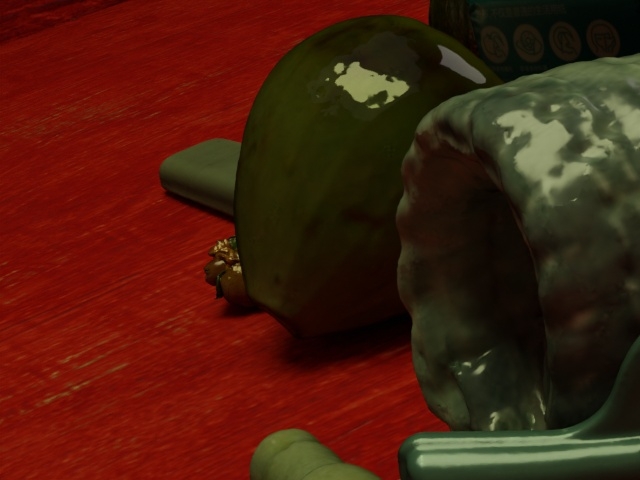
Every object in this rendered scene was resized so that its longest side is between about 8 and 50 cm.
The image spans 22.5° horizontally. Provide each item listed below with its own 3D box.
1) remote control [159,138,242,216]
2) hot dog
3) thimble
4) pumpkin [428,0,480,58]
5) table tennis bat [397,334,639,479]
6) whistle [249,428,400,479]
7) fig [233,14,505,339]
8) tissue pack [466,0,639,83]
[{"bbox_3d":[-0.065,-0.055,1.480,0.090,0.038,0.309,-25,19,-22],"label":"remote control"},{"bbox_3d":[0.000,0.000,1.236,0.188,0.055,0.072,-22,17,-15],"label":"hot dog"},{"bbox_3d":[0.147,0.020,0.794,0.172,0.250,0.205,-16,53,-16],"label":"thimble"},{"bbox_3d":[0.226,-0.244,1.552,0.260,0.189,0.260,-16,18,5],"label":"pumpkin"},{"bbox_3d":[0.154,0.089,0.668,0.244,0.153,0.040,-7,15,10],"label":"table tennis bat"},{"bbox_3d":[0.023,0.144,0.774,0.126,0.067,0.258,-19,16,-15],"label":"whistle"},{"bbox_3d":[0.034,-0.048,1.110,0.230,0.207,0.207,-25,20,-27],"label":"fig"},{"bbox_3d":[0.253,-0.119,1.157,0.134,0.192,0.271,-31,24,-35],"label":"tissue pack"}]
